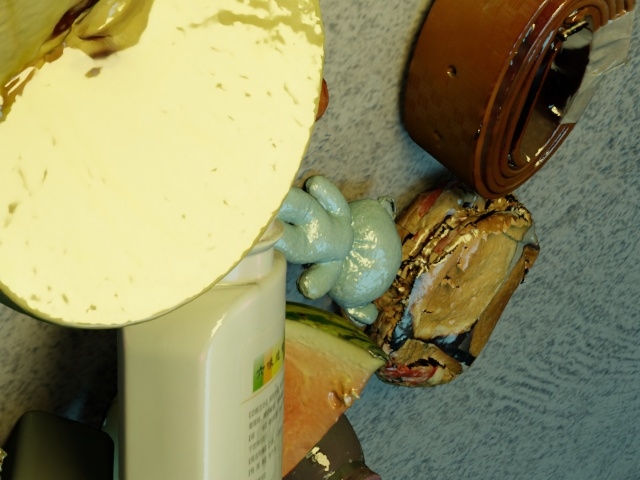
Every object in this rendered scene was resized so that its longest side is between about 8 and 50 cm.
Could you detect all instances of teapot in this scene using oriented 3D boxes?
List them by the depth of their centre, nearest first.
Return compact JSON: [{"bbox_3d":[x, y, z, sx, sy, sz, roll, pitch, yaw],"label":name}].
[{"bbox_3d":[-0.018,0.229,1.648,0.148,0.146,0.116,-47,154,4],"label":"teapot"}]

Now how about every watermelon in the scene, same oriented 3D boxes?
[{"bbox_3d":[-0.099,0.128,1.417,0.303,0.159,0.128,-42,129,18],"label":"watermelon"}]

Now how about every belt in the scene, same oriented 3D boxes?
[{"bbox_3d":[0.169,-0.153,1.424,0.184,0.105,0.261,-28,148,-34],"label":"belt"}]

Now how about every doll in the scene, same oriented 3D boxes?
[{"bbox_3d":[-0.003,0.000,1.443,0.179,0.075,0.120,20,82,-40],"label":"doll"}]

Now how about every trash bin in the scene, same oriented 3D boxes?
[{"bbox_3d":[-0.228,0.267,1.312,0.101,0.236,0.177,19,120,-16],"label":"trash bin"}]

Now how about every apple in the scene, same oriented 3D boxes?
[{"bbox_3d":[-0.148,-0.120,0.881,0.258,0.233,0.295,-50,141,-20],"label":"apple"}]

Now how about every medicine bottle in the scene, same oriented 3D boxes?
[{"bbox_3d":[-0.089,0.107,1.271,0.179,0.124,0.324,-48,143,-67],"label":"medicine bottle"}]

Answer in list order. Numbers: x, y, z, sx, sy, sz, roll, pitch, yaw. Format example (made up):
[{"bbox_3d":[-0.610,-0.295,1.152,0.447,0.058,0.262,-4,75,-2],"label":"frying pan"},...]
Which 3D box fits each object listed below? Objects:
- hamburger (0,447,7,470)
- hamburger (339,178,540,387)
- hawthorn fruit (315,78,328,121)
[{"bbox_3d":[-0.341,0.205,1.189,0.215,0.122,0.189,-5,126,-47],"label":"hamburger"},{"bbox_3d":[0.114,0.039,1.620,0.231,0.107,0.231,-32,146,-25],"label":"hamburger"},{"bbox_3d":[-0.032,-0.108,1.242,0.077,0.077,0.077,-34,151,-22],"label":"hawthorn fruit"}]
